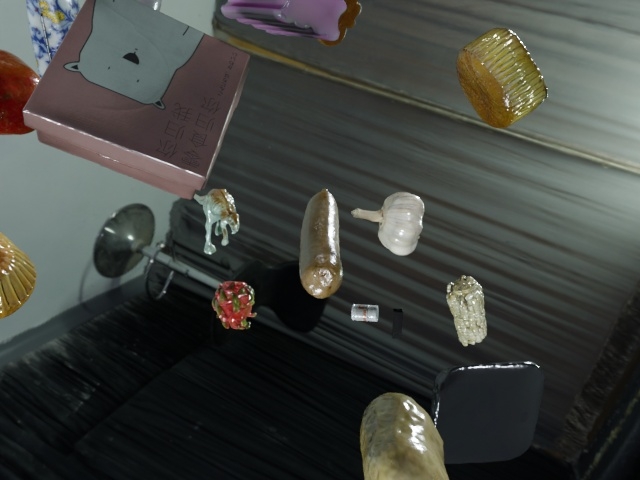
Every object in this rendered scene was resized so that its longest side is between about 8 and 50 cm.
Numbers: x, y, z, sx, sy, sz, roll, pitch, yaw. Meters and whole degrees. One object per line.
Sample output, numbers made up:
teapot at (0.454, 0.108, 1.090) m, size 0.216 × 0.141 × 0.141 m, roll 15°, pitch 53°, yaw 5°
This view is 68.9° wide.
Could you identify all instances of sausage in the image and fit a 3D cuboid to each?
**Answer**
sausage at (-0.001, 0.002, 1.450) m, size 0.501 × 0.123 × 0.136 m, roll -89°, pitch -167°, yaw -56°

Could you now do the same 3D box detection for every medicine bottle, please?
medicine bottle at (0.154, 0.251, 1.615) m, size 0.057 × 0.089 × 0.057 m, roll 1°, pitch 90°, yaw -76°

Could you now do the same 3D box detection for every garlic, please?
garlic at (0.200, -0.058, 1.447) m, size 0.199 × 0.225 × 0.199 m, roll -173°, pitch -90°, yaw -82°

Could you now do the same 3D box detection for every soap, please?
soap at (-0.066, -0.385, 0.773) m, size 0.122 × 0.203 × 0.066 m, roll 1°, pitch 112°, yaw -41°

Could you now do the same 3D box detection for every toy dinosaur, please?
toy dinosaur at (-0.320, -0.084, 1.399) m, size 0.092 × 0.393 × 0.206 m, roll -10°, pitch 131°, yaw -27°

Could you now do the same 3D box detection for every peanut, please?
peanut at (0.124, 0.326, 0.703) m, size 0.224 × 0.129 × 0.129 m, roll -82°, pitch -171°, yaw -72°

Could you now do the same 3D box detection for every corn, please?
corn at (0.355, 0.180, 1.115) m, size 0.087 × 0.087 × 0.211 m, roll -54°, pitch 133°, yaw -39°

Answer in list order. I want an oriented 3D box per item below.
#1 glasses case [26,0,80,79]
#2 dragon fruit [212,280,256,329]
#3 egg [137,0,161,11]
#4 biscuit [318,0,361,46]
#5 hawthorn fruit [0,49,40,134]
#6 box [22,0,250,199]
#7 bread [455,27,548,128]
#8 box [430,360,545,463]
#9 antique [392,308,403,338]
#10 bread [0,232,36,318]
glasses case at (-0.397, -0.283, 0.726) m, size 0.087 × 0.065 × 0.248 m, roll -81°, pitch 172°, yaw -66°
dragon fruit at (-0.312, 0.240, 1.724) m, size 0.166 × 0.160 × 0.172 m, roll 15°, pitch 73°, yaw -41°
egg at (-0.559, -0.698, 1.381) m, size 0.199 × 0.146 × 0.146 m, roll -46°, pitch 157°, yaw -25°
biscuit at (0.051, -0.661, 1.398) m, size 0.175 × 0.026 × 0.124 m, roll -45°, pitch 145°, yaw -9°
hawthorn fruit at (-0.853, -0.377, 1.195) m, size 0.261 × 0.224 × 0.224 m, roll -40°, pitch 150°, yaw -68°
box at (-0.222, -0.185, 0.607) m, size 0.086 × 0.215 × 0.215 m, roll -37°, pitch -144°, yaw 60°
bread at (0.490, -0.443, 1.291) m, size 0.142 × 0.253 × 0.227 m, roll -36°, pitch 180°, yaw 5°
box at (0.300, 0.316, 0.853) m, size 0.042 × 0.201 × 0.213 m, roll -100°, pitch -172°, yaw -73°
antique at (0.244, 0.267, 1.483) m, size 0.192 × 0.031 × 0.015 m, roll 79°, pitch 12°, yaw -54°
bread at (-0.860, 0.076, 1.161) m, size 0.149 × 0.274 × 0.274 m, roll -53°, pitch 176°, yaw 38°
